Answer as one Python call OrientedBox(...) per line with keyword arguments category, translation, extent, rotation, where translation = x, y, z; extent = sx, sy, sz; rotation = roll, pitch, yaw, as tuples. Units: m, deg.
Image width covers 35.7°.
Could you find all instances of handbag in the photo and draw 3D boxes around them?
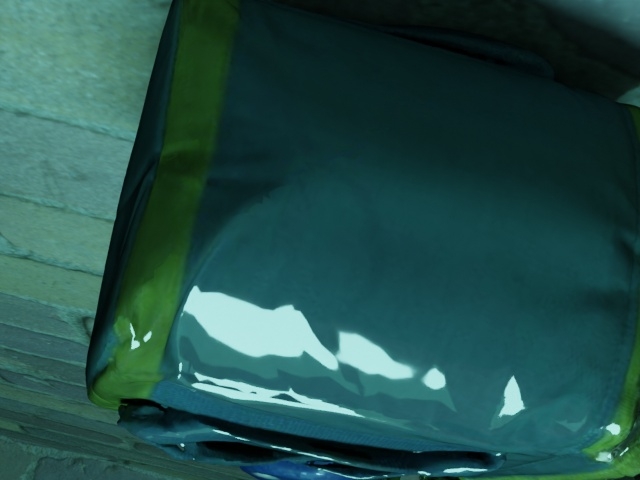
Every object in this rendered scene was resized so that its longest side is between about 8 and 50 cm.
OrientedBox(category="handbag", translation=(0.017, 0.009, 0.507), extent=(0.241, 0.222, 0.263), rotation=(13, 161, -13))

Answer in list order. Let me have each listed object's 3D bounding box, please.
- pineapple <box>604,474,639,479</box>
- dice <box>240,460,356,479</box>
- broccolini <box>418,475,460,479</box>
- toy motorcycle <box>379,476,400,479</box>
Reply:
OrientedBox(category="pineapple", translation=(0.276, 0.195, 0.952), extent=(0.169, 0.169, 0.340), rotation=(-7, 141, 43))
OrientedBox(category="dice", translation=(-0.007, 0.215, 1.152), extent=(0.146, 0.146, 0.143), rotation=(7, 156, 19))
OrientedBox(category="broccolini", translation=(0.263, 0.336, 1.448), extent=(0.074, 0.078, 0.392), rotation=(32, 148, -16))
OrientedBox(category="toy motorcycle", translation=(0.047, 0.397, 1.623), extent=(0.205, 0.127, 0.275), rotation=(17, 163, -1))
